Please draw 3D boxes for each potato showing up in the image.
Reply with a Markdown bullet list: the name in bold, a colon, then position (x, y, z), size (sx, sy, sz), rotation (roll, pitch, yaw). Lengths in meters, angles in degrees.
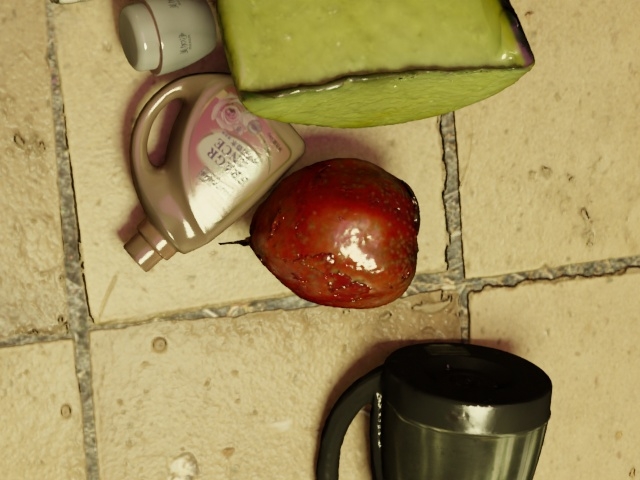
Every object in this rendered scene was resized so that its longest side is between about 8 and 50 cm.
- **potato**: position (0.041, -0.281, 1.655), size (0.330, 0.213, 0.280), rotation (-9, 84, -6)

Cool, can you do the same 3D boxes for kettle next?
- **kettle**: position (0.145, 0.283, 1.769), size (0.251, 0.207, 0.271), rotation (-3, 108, -23)

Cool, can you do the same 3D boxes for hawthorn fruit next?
- **hawthorn fruit**: position (0.000, 0.000, 1.693), size (0.235, 0.181, 0.181), rotation (-6, 101, -6)

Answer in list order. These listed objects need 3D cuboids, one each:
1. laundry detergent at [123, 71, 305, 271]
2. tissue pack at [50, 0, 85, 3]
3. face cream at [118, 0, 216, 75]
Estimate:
- **laundry detergent**: position (-0.152, -0.087, 1.678), size (0.237, 0.076, 0.171), rotation (-42, 106, -4)
- **tissue pack**: position (-0.226, -0.317, 1.596), size (0.149, 0.106, 0.099), rotation (-13, 102, -15)
- **face cream**: position (-0.171, -0.233, 1.636), size (0.095, 0.091, 0.091), rotation (-16, 104, -21)
